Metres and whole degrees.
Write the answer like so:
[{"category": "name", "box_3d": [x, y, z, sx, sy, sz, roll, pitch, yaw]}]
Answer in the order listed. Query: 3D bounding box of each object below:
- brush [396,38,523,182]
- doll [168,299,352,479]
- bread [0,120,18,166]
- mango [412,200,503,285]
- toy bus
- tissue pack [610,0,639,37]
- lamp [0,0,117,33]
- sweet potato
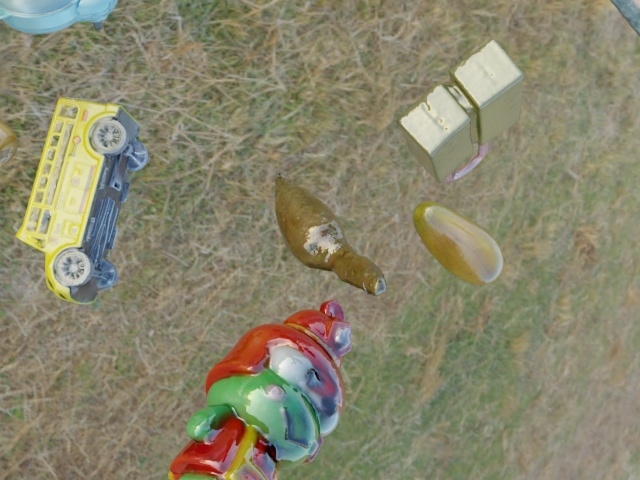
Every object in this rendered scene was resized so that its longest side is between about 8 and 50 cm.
[{"category": "brush", "box_3d": [0.139, -0.095, 0.691, 0.103, 0.047, 0.233, -39, 163, 4]}, {"category": "doll", "box_3d": [-0.059, 0.206, 0.950, 0.183, 0.160, 0.363, 57, 47, -21]}, {"category": "bread", "box_3d": [-0.604, -0.209, 1.167, 0.239, 0.074, 0.092, 41, 106, -12]}, {"category": "mango", "box_3d": [0.277, 0.003, 1.477, 0.227, 0.136, 0.099, 39, 65, -11]}, {"category": "toy bus", "box_3d": [-0.405, -0.064, 1.223, 0.144, 0.152, 0.330, 75, 27, -82]}, {"category": "tissue pack", "box_3d": [0.408, -0.335, 0.775, 0.316, 0.228, 0.103, 51, 30, -1]}, {"category": "lamp", "box_3d": [-0.609, -0.563, 1.646, 0.283, 0.147, 0.210, 3, 57, -26]}, {"category": "sweet potato", "box_3d": [0.001, 0.003, 0.873, 0.074, 0.269, 0.075, -17, 128, -23]}]
